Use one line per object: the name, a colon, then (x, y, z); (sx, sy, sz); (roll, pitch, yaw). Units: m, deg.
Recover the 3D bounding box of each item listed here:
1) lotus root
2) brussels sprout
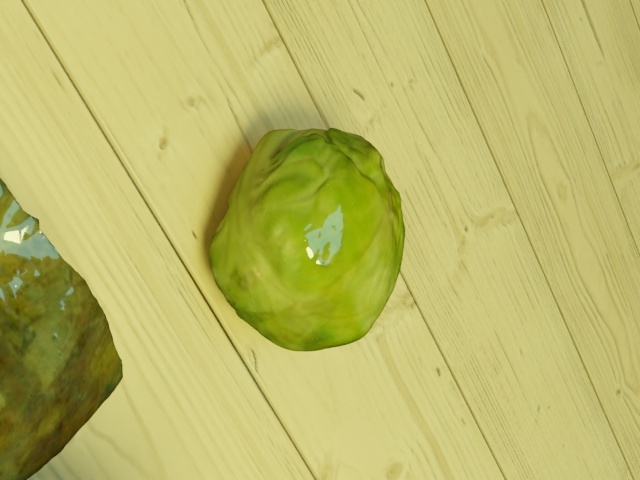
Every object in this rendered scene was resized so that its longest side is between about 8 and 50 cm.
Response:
lotus root: (-0.296, 0.085, 0.648); (0.260, 0.149, 0.267); (-47, 116, -37)
brussels sprout: (0.000, 0.000, 0.937); (0.223, 0.161, 0.223); (-4, 96, -41)
